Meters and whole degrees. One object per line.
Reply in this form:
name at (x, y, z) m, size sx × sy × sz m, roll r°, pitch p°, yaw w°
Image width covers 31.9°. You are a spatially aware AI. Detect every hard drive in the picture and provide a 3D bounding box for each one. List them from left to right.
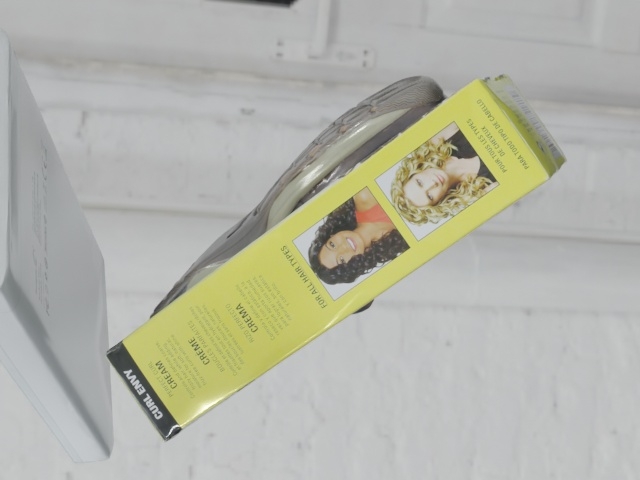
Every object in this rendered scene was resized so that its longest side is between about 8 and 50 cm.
hard drive at (-0.240, 0.023, 0.962) m, size 0.353 × 0.047 × 0.233 m, roll 84°, pitch 177°, yaw -60°

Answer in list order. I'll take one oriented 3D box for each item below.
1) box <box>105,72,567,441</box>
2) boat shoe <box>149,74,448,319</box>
box at (0.007, 0.008, 0.551) m, size 0.058 × 0.232 × 0.087 m, roll 54°, pitch -161°, yaw 2°
boat shoe at (0.000, 0.000, 0.983) m, size 0.355 × 0.130 × 0.132 m, roll -42°, pitch 8°, yaw 30°
